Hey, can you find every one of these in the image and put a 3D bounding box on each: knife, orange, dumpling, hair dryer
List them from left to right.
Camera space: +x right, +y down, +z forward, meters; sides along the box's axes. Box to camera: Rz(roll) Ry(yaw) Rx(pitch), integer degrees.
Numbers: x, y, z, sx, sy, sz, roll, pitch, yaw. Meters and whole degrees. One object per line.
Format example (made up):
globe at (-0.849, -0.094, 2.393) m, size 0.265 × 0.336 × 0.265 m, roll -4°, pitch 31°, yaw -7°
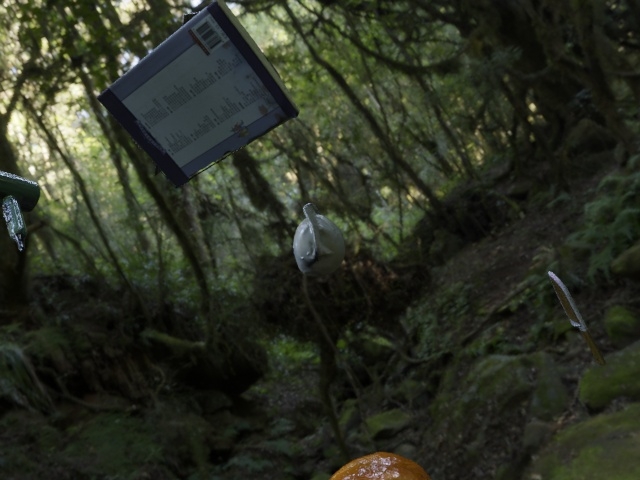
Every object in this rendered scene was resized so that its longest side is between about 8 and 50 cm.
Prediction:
hair dryer at (-0.394, -0.035, 0.807) m, size 0.071 × 0.150 × 0.047 m, roll 17°, pitch -63°, yaw -45°
dumpling at (-0.001, 0.000, 1.335) m, size 0.092 × 0.150 × 0.176 m, roll -6°, pitch -16°, yaw 31°
orange at (0.104, 0.485, 1.105) m, size 0.224 × 0.224 × 0.170 m, roll -30°, pitch -10°, yaw -14°
knife at (0.534, 0.167, 1.313) m, size 0.022 × 0.256 × 0.046 m, roll -36°, pitch 20°, yaw -3°

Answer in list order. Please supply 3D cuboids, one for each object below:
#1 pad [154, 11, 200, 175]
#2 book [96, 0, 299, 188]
pad at (-0.205, -0.224, 0.945) m, size 0.158 × 0.003 × 0.235 m, roll -77°, pitch 4°, yaw -68°
book at (-0.154, -0.172, 0.780) m, size 0.231 × 0.157 × 0.026 m, roll -24°, pitch 25°, yaw 33°
